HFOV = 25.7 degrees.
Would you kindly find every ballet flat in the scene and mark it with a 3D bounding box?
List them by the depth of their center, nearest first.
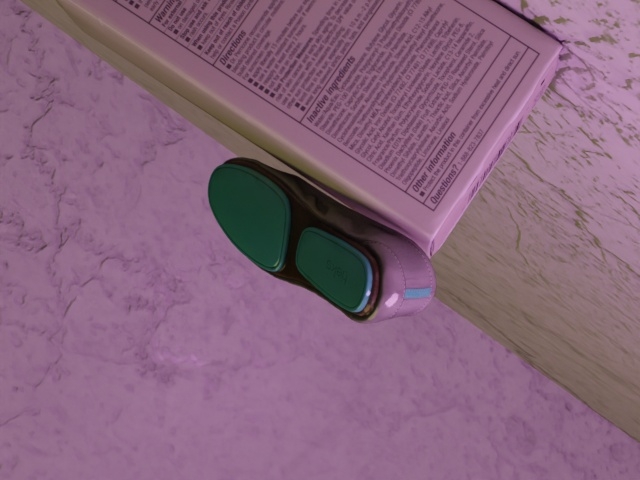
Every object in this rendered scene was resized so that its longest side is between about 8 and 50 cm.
[{"bbox_3d":[0.000,0.000,0.971,0.068,0.072,0.213,-2,-157,-37],"label":"ballet flat"}]

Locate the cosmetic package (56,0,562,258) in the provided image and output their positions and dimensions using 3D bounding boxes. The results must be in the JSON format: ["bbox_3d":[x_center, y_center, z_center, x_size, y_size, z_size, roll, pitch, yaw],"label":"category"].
[{"bbox_3d":[-0.009,-0.139,0.962,0.309,0.160,0.113,35,175,8],"label":"cosmetic package"}]
